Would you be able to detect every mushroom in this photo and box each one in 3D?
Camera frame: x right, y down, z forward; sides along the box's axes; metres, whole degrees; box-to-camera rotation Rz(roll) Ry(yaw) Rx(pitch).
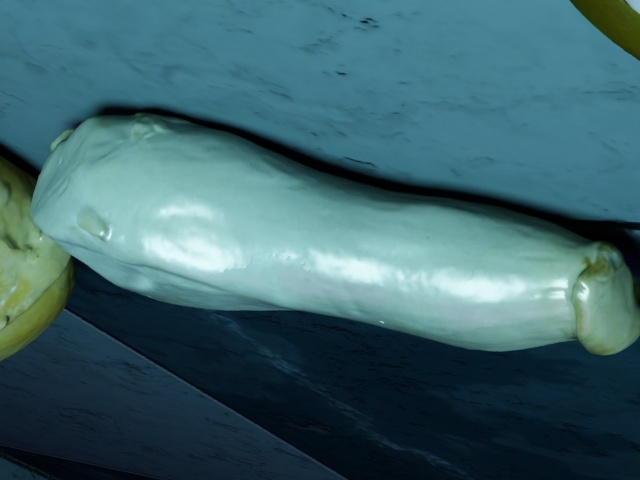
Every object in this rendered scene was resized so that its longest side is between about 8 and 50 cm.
[{"bbox_3d":[0.001,0.001,0.749,0.351,0.097,0.109,11,163,9],"label":"mushroom"}]

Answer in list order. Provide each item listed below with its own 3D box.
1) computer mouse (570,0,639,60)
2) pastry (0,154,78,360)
[{"bbox_3d":[0.190,-0.083,0.367,0.310,0.072,0.158,7,156,33],"label":"computer mouse"},{"bbox_3d":[-0.325,0.018,0.949,0.315,0.184,0.284,2,156,38],"label":"pastry"}]
